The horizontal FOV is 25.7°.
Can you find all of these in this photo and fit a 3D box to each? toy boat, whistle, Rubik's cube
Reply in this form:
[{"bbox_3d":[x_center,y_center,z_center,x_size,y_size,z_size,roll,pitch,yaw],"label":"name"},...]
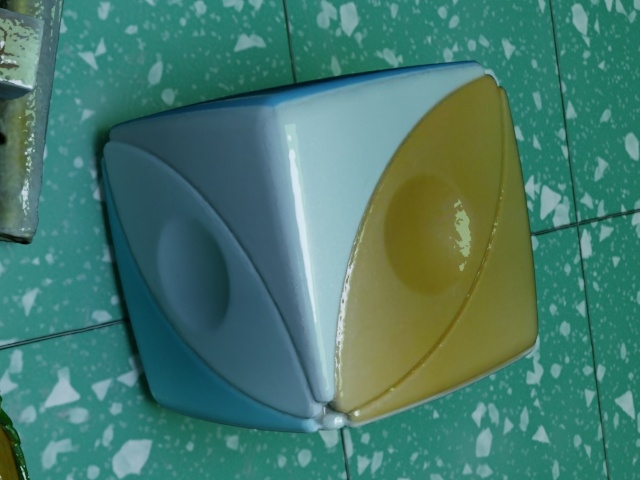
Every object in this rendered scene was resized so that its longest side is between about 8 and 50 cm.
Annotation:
[{"bbox_3d":[-0.329,0.260,1.425,0.089,0.088,0.229,-13,96,-40],"label":"toy boat"},{"bbox_3d":[-0.311,-0.159,1.475,0.068,0.057,0.326,5,82,3],"label":"whistle"},{"bbox_3d":[0.000,0.000,1.539,0.347,0.351,0.352,-16,100,-39],"label":"Rubik's cube"}]

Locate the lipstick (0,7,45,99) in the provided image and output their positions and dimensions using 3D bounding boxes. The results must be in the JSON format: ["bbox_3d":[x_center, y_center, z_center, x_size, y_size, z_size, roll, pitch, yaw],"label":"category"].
[{"bbox_3d":[-0.451,-0.214,1.322,0.371,0.076,0.079,13,81,-31],"label":"lipstick"}]
